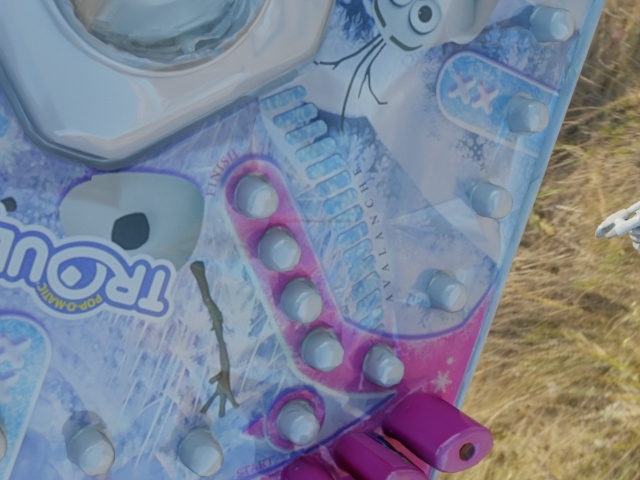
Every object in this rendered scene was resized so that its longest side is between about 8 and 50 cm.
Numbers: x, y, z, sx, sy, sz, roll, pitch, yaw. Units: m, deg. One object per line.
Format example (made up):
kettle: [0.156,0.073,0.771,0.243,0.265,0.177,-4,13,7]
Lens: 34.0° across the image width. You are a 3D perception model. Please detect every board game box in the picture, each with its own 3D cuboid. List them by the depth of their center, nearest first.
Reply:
board game box: [-0.050,-0.094,0.331,0.050,0.389,0.390,23,95,58]

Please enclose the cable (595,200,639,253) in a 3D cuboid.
cable: [0.459,-0.034,1.112,0.257,0.257,0.089,-19,94,56]
